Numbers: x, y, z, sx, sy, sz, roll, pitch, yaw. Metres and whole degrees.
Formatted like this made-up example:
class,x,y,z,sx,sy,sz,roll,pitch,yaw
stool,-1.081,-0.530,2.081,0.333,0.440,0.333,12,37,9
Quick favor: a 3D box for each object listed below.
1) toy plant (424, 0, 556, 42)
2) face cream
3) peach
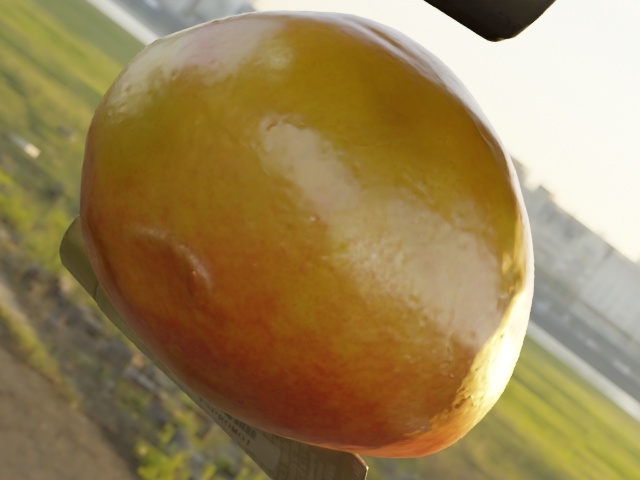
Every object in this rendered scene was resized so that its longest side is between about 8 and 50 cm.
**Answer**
class,x,y,z,sx,sy,sz,roll,pitch,yaw
toy plant,-0.018,-0.278,1.035,0.400,0.279,0.185,36,22,-10
face cream,-0.080,0.099,1.436,0.341,0.084,0.137,45,-31,26
peach,-0.002,0.001,1.196,0.289,0.289,0.308,27,44,-76
